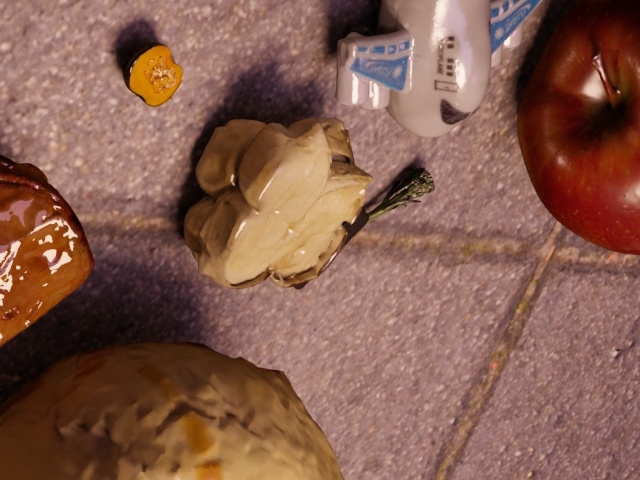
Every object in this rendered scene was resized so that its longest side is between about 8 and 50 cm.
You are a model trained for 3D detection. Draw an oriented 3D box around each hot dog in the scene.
[{"bbox_3d":[-0.330,0.043,1.558,0.272,0.122,0.196,-36,137,-14],"label":"hot dog"}]

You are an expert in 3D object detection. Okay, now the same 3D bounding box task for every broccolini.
[{"bbox_3d":[0.059,-0.036,1.969,0.140,0.035,0.030,-31,157,-14],"label":"broccolini"}]

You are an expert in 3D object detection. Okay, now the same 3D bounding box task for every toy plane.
[{"bbox_3d":[0.119,-0.216,1.816,0.267,0.123,0.266,-27,138,-28],"label":"toy plane"}]

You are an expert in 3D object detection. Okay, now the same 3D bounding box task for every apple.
[{"bbox_3d":[0.361,-0.122,2.015,0.288,0.288,0.317,-58,150,6],"label":"apple"}]

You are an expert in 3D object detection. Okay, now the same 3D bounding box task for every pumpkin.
[{"bbox_3d":[-0.154,-0.150,1.661,0.050,0.028,0.083,-49,150,-8],"label":"pumpkin"}]

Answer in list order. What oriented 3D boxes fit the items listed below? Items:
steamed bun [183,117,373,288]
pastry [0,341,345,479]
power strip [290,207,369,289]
[{"bbox_3d":[-0.046,-0.050,1.789,0.177,0.106,0.192,-12,135,-45],"label":"steamed bun"},{"bbox_3d":[-0.165,0.264,1.740,0.389,0.313,0.388,-15,121,-27],"label":"pastry"},{"bbox_3d":[0.000,0.000,1.924,0.111,0.038,0.029,-46,140,-10],"label":"power strip"}]
